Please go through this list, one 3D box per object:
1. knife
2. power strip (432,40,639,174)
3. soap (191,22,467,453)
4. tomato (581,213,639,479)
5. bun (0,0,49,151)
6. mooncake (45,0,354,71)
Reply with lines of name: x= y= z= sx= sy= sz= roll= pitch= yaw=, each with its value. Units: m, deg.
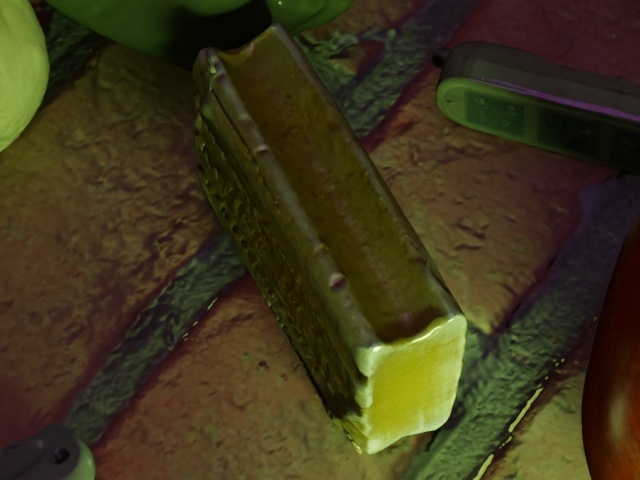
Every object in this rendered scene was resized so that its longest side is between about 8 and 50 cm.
knife: x=-0.272 y=0.212 z=1.280 sx=0.265 sy=0.040 sz=0.073 roll=-34 pitch=54 yaw=-19
power strip: x=0.218 y=-0.095 z=1.446 sx=0.286 sy=0.080 sz=0.048 roll=17 pitch=62 yaw=10
soap: x=0.000 y=0.000 z=1.332 sx=0.089 sy=0.173 sz=0.274 roll=-22 pitch=61 yaw=-15
tomato: x=0.331 y=0.090 z=1.225 sx=0.325 sy=0.293 sz=0.290 roll=-9 pitch=45 yaw=0
bun: x=-0.324 y=-0.159 z=1.393 sx=0.259 sy=0.259 sz=0.160 roll=30 pitch=63 yaw=17
mooncake: x=-0.106 y=-0.313 z=1.445 sx=0.351 sy=0.187 sz=0.351 roll=21 pitch=57 yaw=-36
